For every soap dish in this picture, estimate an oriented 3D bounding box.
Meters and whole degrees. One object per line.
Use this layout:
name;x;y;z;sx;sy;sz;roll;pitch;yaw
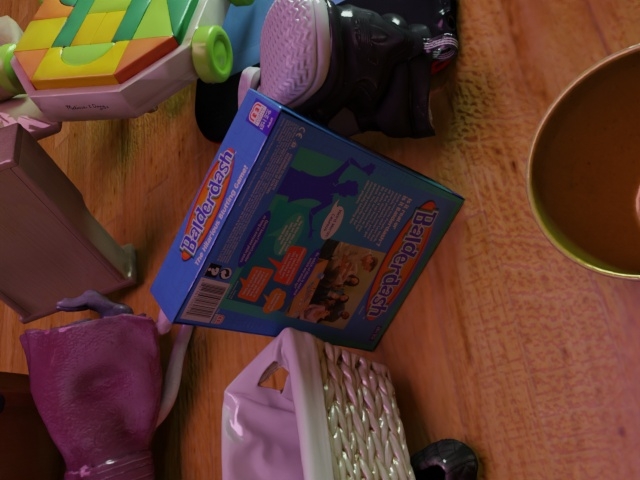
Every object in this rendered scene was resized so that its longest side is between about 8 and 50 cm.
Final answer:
soap dish;-0.411;0.279;0.764;0.118;0.291;0.228;3;75;4

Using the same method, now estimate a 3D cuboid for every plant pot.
plant pot;0.205;-0.035;0.359;0.134;0.095;0.134;-15;68;42

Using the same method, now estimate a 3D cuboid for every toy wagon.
toy wagon;-0.209;-0.277;0.701;0.267;0.068;0.344;1;59;17

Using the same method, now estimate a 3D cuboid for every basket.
basket;-0.001;0.167;0.445;0.113;0.103;0.167;-48;37;35

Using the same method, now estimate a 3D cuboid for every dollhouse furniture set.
dollhouse furniture set;-0.403;-0.129;0.871;0.362;0.256;0.394;-20;50;3

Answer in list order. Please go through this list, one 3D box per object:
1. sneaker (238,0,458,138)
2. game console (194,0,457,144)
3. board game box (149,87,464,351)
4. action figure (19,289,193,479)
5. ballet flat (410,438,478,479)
sneaker;0.013;-0.114;0.534;0.268;0.153;0.101;148;121;-72
game console;-0.010;-0.311;0.684;0.342;0.060;0.386;-13;70;42
board game box;0.000;0.000;0.470;0.047;0.210;0.160;41;106;44
action figure;-0.223;0.256;0.683;0.276;0.248;0.370;-16;75;-5
ballet flat;0.049;0.207;0.472;0.173;0.049;0.057;-50;52;22
